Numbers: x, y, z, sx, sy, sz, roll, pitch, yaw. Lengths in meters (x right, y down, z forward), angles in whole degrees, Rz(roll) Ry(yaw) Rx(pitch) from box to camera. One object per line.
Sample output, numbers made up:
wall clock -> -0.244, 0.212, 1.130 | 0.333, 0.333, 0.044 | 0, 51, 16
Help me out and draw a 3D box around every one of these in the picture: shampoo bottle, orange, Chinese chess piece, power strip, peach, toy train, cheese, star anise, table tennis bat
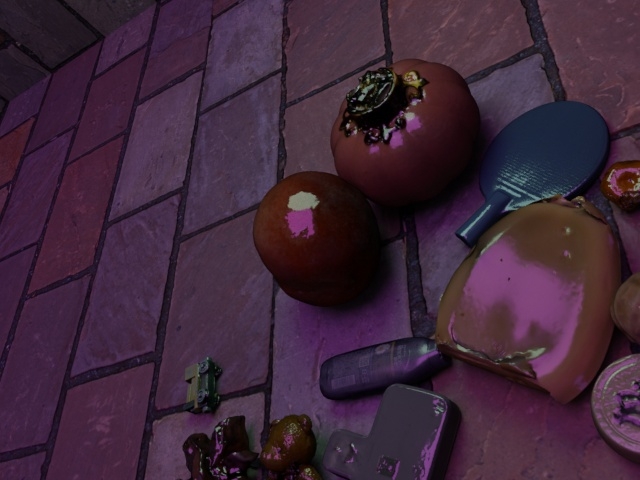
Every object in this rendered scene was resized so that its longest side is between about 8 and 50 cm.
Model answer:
shampoo bottle -> 0.107, 0.216, 1.085 | 0.234, 0.049, 0.087 | -20, 43, 27
orange -> 0.484, -0.088, 0.988 | 0.086, 0.062, 0.086 | -9, 71, 27
Chinese chess piece -> 0.427, 0.217, 0.821 | 0.144, 0.058, 0.144 | -20, 50, 26
power strip -> 0.095, 0.354, 0.990 | 0.194, 0.059, 0.265 | 7, 65, 37
peach -> 0.000, 0.000, 1.183 | 0.252, 0.252, 0.252 | -21, 50, 27
toy train -> -0.246, 0.302, 1.311 | 0.081, 0.050, 0.122 | -27, 48, 27
cheese -> 0.325, 0.068, 0.968 | 0.260, 0.128, 0.315 | 16, 77, 35
star anise -> -0.207, 0.434, 1.150 | 0.214, 0.099, 0.220 | -33, 45, 12
table tennis bat -> 0.363, -0.118, 1.122 | 0.329, 0.044, 0.215 | -48, 44, -2

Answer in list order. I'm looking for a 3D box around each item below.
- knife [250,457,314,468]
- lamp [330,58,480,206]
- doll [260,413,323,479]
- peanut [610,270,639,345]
knife -> -0.077, 0.401, 1.132 | 0.170, 0.010, 0.023 | -8, 58, 35
lamp -> 0.149, -0.218, 1.217 | 0.305, 0.239, 0.305 | -20, 51, 26
doll -> -0.056, 0.396, 1.048 | 0.137, 0.097, 0.209 | -22, 64, 47
peanut -> 0.523, 0.072, 0.787 | 0.298, 0.120, 0.136 | -17, 41, 20
